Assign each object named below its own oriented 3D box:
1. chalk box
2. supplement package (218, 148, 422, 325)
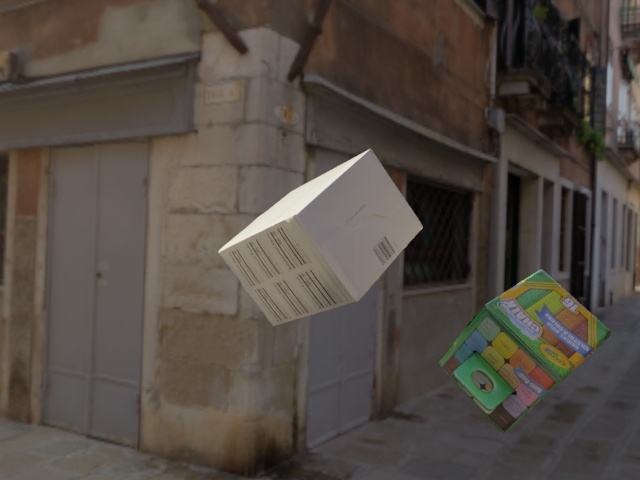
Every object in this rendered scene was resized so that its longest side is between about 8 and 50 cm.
[{"bbox_3d":[0.262,0.152,0.901,0.213,0.132,0.132,-21,60,-45],"label":"chalk box"},{"bbox_3d":[0.000,0.000,0.999,0.203,0.149,0.194,-23,16,49],"label":"supplement package"}]
